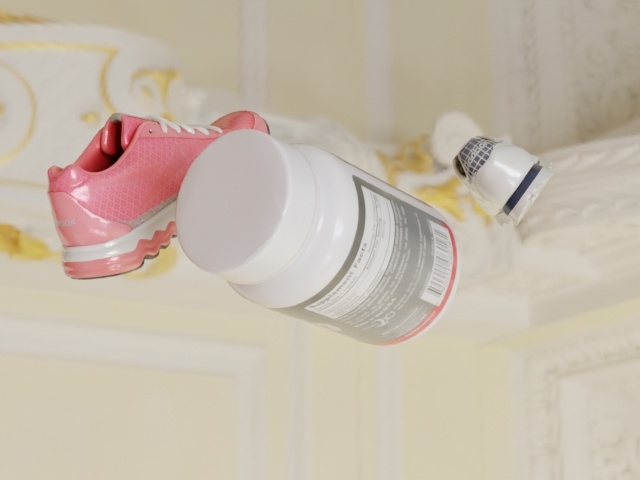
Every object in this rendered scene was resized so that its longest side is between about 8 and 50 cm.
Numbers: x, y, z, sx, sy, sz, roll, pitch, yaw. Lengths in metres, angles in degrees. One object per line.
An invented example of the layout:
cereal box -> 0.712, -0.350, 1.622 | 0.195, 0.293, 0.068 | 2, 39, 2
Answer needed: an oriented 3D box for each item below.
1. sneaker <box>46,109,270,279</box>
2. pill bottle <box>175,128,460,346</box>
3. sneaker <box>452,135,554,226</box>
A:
sneaker -> -0.161, -0.085, 1.420 | 0.116, 0.314, 0.136 | 0, -61, 39
pill bottle -> 0.000, 0.000, 1.322 | 0.161, 0.283, 0.161 | -13, -113, 34
sneaker -> 0.191, -0.074, 1.473 | 0.090, 0.095, 0.235 | -58, 177, 0
